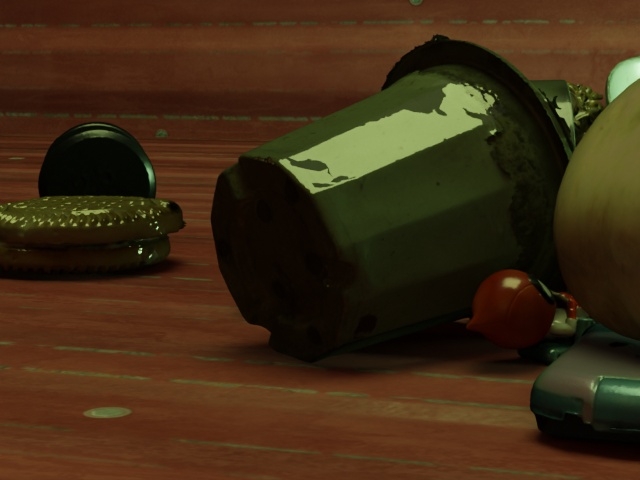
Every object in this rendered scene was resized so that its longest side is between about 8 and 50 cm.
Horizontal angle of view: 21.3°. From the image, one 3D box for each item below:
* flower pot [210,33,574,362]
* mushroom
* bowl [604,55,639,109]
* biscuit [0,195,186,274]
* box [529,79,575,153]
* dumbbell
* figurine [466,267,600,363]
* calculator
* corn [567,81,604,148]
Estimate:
[{"bbox_3d":[0.059,-0.015,1.507,0.259,0.290,0.290,-22,19,-35],"label":"flower pot"},{"bbox_3d":[0.306,-0.010,1.260,0.254,0.234,0.260,-30,28,39],"label":"mushroom"},{"bbox_3d":[0.406,-0.047,1.876,0.313,0.146,0.313,23,37,-19],"label":"bowl"},{"bbox_3d":[-0.289,-0.009,2.026,0.259,0.079,0.259,0,7,0],"label":"biscuit"},{"bbox_3d":[0.181,-0.054,1.775,0.149,0.226,0.226,-1,8,2],"label":"box"},{"bbox_3d":[-0.303,-0.082,2.304,0.153,0.152,0.218,-2,7,-8],"label":"dumbbell"},{"bbox_3d":[0.180,0.065,1.437,0.140,0.075,0.068,9,4,-36],"label":"figurine"},{"bbox_3d":[0.257,0.102,1.253,0.173,0.051,0.293,2,7,19],"label":"calculator"},{"bbox_3d":[0.273,-0.082,2.012,0.115,0.115,0.318,0,-29,3],"label":"corn"}]
